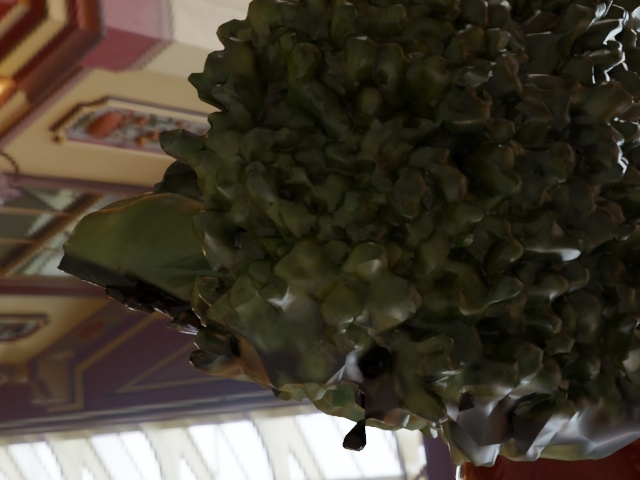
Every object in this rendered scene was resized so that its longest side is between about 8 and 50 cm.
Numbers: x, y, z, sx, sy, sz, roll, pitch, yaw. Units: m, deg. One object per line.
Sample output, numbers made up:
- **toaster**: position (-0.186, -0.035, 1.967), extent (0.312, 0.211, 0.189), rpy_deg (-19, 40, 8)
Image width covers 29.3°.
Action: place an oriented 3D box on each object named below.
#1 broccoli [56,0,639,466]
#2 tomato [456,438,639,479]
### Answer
- **broccoli**: position (0.026, -0.039, 0.464), extent (0.273, 0.242, 0.180), rpy_deg (17, -76, 31)
- **tomato**: position (0.273, 0.260, 1.060), extent (0.290, 0.293, 0.325), rpy_deg (-51, -123, 55)
